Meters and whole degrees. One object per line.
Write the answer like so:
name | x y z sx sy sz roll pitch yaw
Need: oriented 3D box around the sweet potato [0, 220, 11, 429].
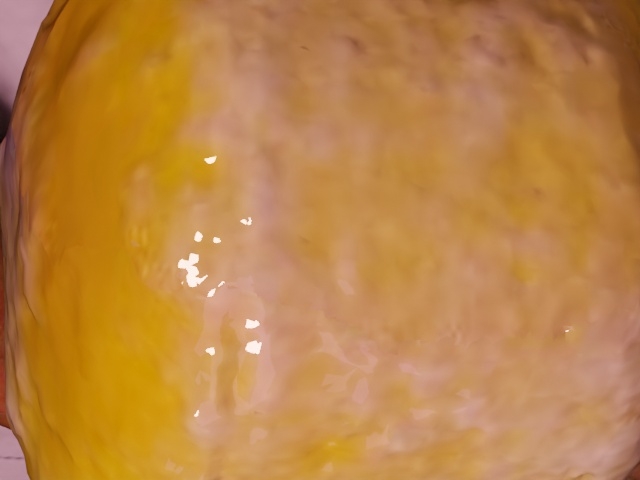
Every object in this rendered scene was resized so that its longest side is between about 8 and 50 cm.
sweet potato | -0.156 -0.016 0.560 0.354 0.095 0.106 41 178 -34

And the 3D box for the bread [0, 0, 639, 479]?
bread | -0.002 -0.004 0.474 0.170 0.197 0.197 6 144 -8
